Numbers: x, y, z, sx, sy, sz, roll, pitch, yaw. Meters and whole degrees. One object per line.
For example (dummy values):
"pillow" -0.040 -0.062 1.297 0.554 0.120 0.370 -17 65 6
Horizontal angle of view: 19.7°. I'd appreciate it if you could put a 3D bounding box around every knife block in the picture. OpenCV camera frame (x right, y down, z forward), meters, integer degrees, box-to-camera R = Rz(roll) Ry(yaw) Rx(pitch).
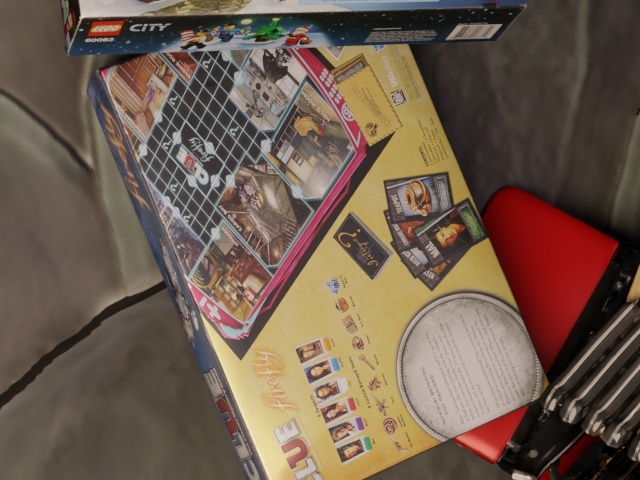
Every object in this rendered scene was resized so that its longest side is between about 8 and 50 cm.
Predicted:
"knife block" 0.223 0.079 1.015 0.275 0.088 0.242 -8 122 -51

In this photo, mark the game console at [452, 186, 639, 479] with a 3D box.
"game console" 0.127 0.064 1.045 0.124 0.085 0.144 40 78 -49

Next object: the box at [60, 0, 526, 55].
"box" -0.023 -0.178 0.935 0.233 0.044 0.159 -4 72 -20

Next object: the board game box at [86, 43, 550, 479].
"board game box" 0.000 0.000 0.958 0.165 0.042 0.243 -21 88 -18
